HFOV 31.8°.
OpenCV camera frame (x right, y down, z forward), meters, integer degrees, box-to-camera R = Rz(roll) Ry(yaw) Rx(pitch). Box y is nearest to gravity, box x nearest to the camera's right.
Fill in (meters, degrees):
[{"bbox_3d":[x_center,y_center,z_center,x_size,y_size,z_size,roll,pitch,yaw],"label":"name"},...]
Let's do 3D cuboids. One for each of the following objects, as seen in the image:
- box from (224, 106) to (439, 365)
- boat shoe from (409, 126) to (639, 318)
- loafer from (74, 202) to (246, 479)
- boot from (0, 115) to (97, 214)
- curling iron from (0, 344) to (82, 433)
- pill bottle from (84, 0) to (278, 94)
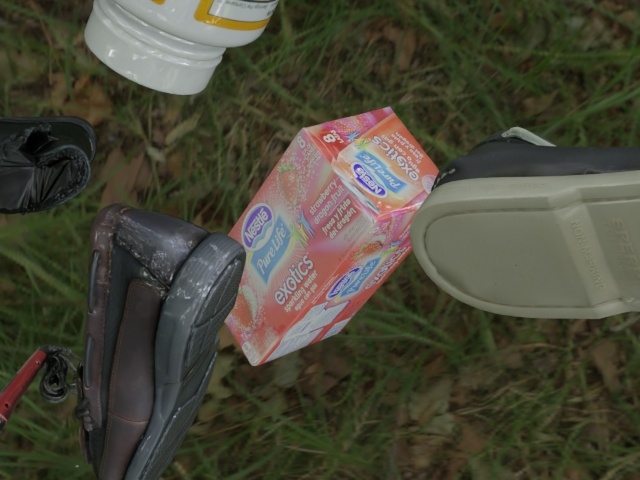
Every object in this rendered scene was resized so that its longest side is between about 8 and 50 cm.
[{"bbox_3d":[0.000,0.000,1.326,0.154,0.300,0.142,-19,66,-42],"label":"box"},{"bbox_3d":[0.129,-0.012,0.349,0.065,0.206,0.075,-55,135,-38],"label":"boat shoe"},{"bbox_3d":[-0.130,0.084,0.809,0.095,0.302,0.109,30,47,7],"label":"loafer"},{"bbox_3d":[-0.375,-0.087,1.261,0.246,0.207,0.094,-6,104,-4],"label":"boot"},{"bbox_3d":[-0.321,0.184,1.153,0.068,0.274,0.035,25,119,7],"label":"curling iron"},{"bbox_3d":[-0.062,-0.196,0.657,0.117,0.117,0.215,27,117,-6],"label":"pill bottle"}]
